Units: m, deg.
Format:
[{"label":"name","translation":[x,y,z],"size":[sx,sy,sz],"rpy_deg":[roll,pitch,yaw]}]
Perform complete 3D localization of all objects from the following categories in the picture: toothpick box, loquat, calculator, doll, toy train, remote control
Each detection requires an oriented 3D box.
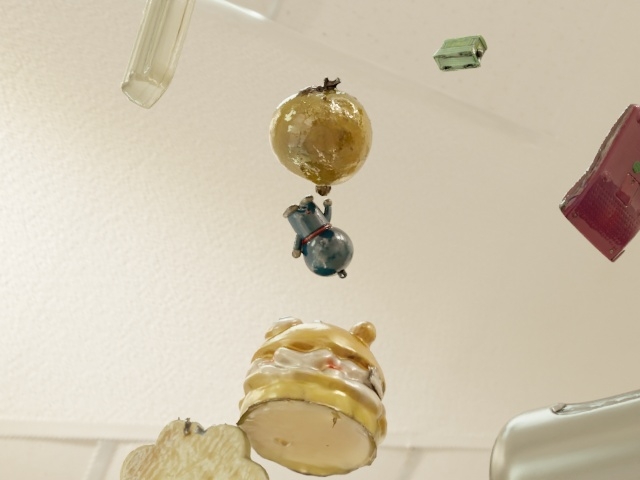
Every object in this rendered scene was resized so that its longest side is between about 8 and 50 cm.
[{"label":"toothpick box","translation":[0.321,0.276,1.086],"size":[0.316,0.229,0.229],"rpy_deg":[-20,-37,27]},{"label":"loquat","translation":[0.002,-0.164,1.668],"size":[0.149,0.172,0.205],"rpy_deg":[-61,-29,-52]},{"label":"calculator","translation":[0.408,-0.078,1.362],"size":[0.126,0.034,0.190],"rpy_deg":[39,-98,-24]},{"label":"doll","translation":[0.000,0.000,1.704],"size":[0.114,0.152,0.085],"rpy_deg":[-34,-5,-18]},{"label":"toy train","translation":[0.243,-0.322,1.748],"size":[0.038,0.093,0.056],"rpy_deg":[53,-125,-34]},{"label":"remote control","translation":[-0.182,-0.262,1.188],"size":[0.049,0.090,0.230],"rpy_deg":[23,-123,-22]}]

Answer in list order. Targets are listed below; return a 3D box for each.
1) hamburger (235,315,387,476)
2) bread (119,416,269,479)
[{"label":"hamburger","translation":[-0.004,0.255,1.775],"size":[0.276,0.276,0.237],"rpy_deg":[60,-146,-42]},{"label":"bread","translation":[-0.218,0.438,1.674],"size":[0.316,0.316,0.054],"rpy_deg":[-48,-39,-8]}]
